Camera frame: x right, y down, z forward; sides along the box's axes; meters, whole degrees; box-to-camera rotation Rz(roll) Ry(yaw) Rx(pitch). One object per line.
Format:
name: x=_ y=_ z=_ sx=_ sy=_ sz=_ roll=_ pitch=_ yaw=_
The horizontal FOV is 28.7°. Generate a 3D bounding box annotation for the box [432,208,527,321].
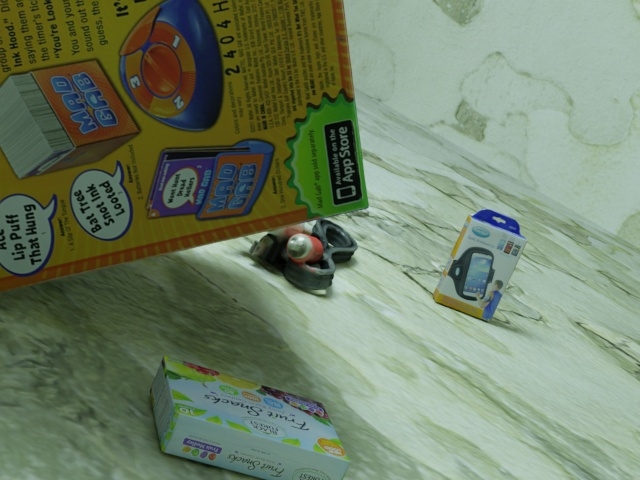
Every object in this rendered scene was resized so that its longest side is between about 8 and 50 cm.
box: x=0.209 y=0.030 z=1.622 sx=0.081 sy=0.136 sz=0.028 roll=21 pitch=14 yaw=-8

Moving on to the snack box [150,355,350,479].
snack box: x=-0.056 y=0.142 z=0.961 sx=0.141 sy=0.037 sz=0.100 roll=19 pitch=16 yaw=-19

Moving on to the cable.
cable: x=0.000 y=0.000 z=1.532 sx=0.139 sy=0.072 sz=0.287 roll=35 pitch=17 yaw=23

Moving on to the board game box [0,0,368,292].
board game box: x=-0.194 y=-0.208 z=1.127 sx=0.356 sy=0.357 sz=0.356 roll=-13 pitch=24 yaw=-12
